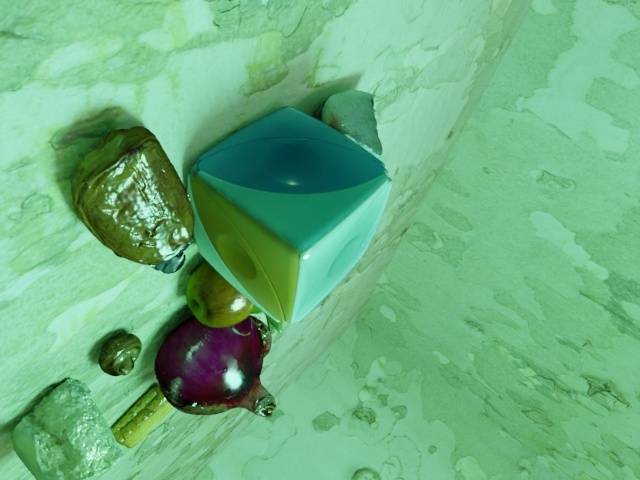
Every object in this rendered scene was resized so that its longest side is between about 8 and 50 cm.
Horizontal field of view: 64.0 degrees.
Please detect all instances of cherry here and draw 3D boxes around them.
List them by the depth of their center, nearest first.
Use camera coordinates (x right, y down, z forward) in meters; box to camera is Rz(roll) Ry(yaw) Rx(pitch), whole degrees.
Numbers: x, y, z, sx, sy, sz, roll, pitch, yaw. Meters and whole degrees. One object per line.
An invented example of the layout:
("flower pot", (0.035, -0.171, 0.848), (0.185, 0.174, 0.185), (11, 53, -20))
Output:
("cherry", (-0.280, 0.380, 1.866), (0.192, 0.175, 0.249), (-28, 153, -35))

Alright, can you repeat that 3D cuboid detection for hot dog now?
("hot dog", (-0.332, -0.081, 0.918), (0.196, 0.122, 0.272), (-47, 146, -21))

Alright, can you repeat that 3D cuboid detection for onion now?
("onion", (-0.281, 0.389, 1.521), (0.348, 0.385, 0.347), (-46, 157, -26))

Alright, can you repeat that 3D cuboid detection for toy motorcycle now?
("toy motorcycle", (-0.348, 0.006, 1.105), (0.122, 0.082, 0.213), (-58, 154, -3))

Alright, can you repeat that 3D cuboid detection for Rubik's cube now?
("Rubik's cube", (-0.077, -0.061, 1.223), (0.351, 0.352, 0.347), (-45, 161, -32))

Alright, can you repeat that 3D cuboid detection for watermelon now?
("watermelon", (0.054, -0.253, 1.419), (0.289, 0.214, 0.320), (-61, 173, 31))

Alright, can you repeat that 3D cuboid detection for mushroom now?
("mushroom", (-0.497, 0.285, 1.271), (0.126, 0.085, 0.109), (106, -8, -46))

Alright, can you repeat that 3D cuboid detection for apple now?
("apple", (-0.272, 0.139, 1.395), (0.196, 0.196, 0.196), (-46, 162, -20))

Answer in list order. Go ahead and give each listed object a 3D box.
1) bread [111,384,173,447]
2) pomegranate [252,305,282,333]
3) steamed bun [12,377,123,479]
("bread", (-0.566, 0.561, 1.635), (0.211, 0.083, 0.114), (-46, 156, -22))
("pomegranate", (-0.174, 0.162, 1.609), (0.211, 0.263, 0.211), (-24, -175, 2))
("steamed bun", (-0.576, 0.460, 1.163), (0.200, 0.225, 0.170), (-49, 163, -6))
